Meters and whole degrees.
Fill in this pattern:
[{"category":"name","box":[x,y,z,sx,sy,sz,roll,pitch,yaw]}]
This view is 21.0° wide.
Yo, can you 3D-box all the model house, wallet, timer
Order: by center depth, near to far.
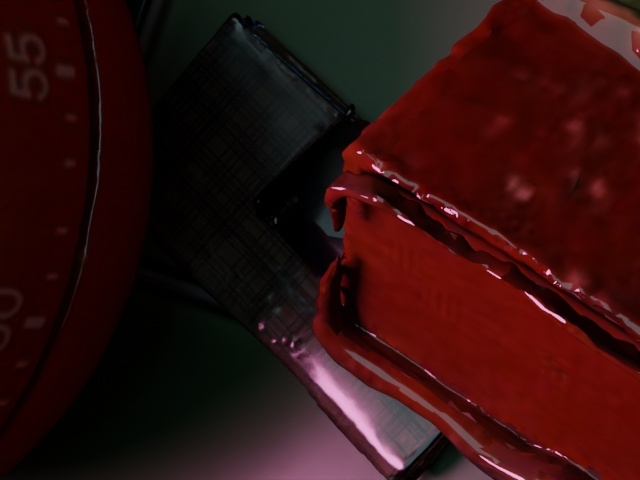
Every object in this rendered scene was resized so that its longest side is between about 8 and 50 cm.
[{"category":"model house","box":[0.147,-0.023,0.726,0.196,0.160,0.254,34,68,18]},{"category":"timer","box":[-0.258,-0.037,0.821,0.378,0.279,0.378,-3,84,31]},{"category":"wallet","box":[0.000,0.000,0.851,0.230,0.042,0.124,44,100,24]}]
